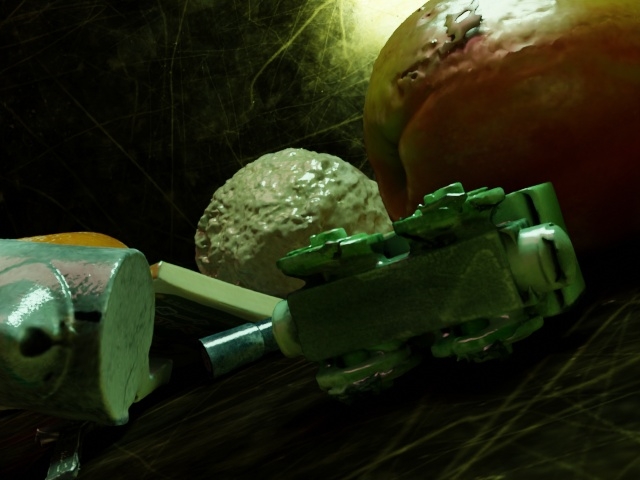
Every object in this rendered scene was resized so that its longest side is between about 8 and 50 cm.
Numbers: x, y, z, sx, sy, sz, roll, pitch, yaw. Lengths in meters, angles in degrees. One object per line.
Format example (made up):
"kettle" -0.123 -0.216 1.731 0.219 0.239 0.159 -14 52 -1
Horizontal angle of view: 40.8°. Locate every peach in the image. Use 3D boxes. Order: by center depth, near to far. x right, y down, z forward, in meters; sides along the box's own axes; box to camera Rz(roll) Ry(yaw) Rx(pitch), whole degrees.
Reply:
"peach" 0.227 -0.121 0.873 0.373 0.290 0.372 -15 -41 -13

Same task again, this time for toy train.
"toy train" 0.086 0.034 0.687 0.243 0.132 0.188 -18 -2 24

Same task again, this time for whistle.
"whistle" -0.282 0.136 1.003 0.168 0.188 0.404 4 -33 6

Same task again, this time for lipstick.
"lipstick" -0.039 0.112 1.107 0.234 0.053 0.053 -19 1 -20

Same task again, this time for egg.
"egg" -0.035 -0.008 1.323 0.310 0.279 0.279 -20 2 12

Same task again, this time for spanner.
"spanner" -0.276 0.222 0.939 0.093 0.026 0.325 -20 2 -13

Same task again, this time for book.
"book" -0.249 0.128 1.232 0.371 0.043 0.260 -22 -30 36

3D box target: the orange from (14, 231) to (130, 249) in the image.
"orange" -0.568 0.150 1.819 0.424 0.326 0.424 -8 1 0
